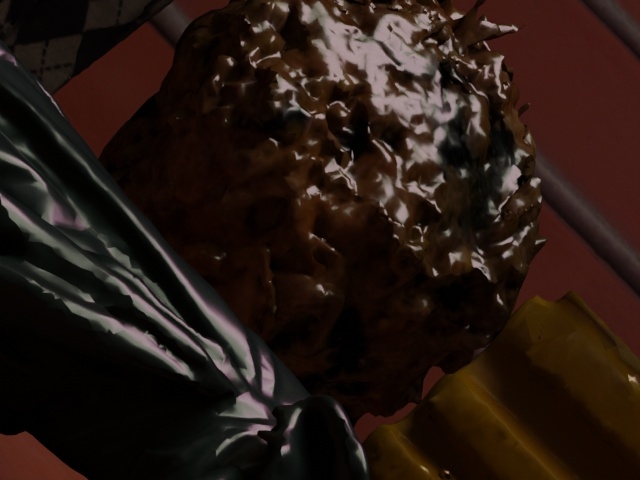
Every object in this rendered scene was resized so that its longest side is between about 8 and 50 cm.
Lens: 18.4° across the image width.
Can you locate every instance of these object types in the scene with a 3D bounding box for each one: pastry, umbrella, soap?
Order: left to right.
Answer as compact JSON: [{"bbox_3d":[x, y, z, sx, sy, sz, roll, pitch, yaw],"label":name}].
[{"bbox_3d":[-0.078,0.021,0.560,0.349,0.094,0.143,51,-12,17],"label":"umbrella"},{"bbox_3d":[0.000,0.000,0.916,0.193,0.275,0.275,33,-4,11],"label":"pastry"},{"bbox_3d":[0.145,0.196,0.941,0.324,0.204,0.096,47,-4,36],"label":"soap"}]

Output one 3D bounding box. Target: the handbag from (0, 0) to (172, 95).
[{"bbox_3d":[-0.201,-0.239,1.193,0.180,0.317,0.416,47,-5,-39],"label":"handbag"}]
